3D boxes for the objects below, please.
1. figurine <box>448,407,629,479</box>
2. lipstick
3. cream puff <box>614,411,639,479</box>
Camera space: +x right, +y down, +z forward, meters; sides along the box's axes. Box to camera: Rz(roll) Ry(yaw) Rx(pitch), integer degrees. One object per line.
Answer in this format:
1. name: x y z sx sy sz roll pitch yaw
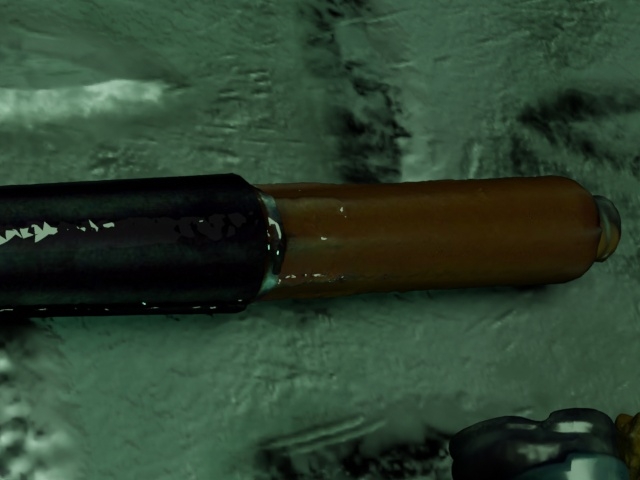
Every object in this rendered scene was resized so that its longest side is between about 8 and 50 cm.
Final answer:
1. figurine: 0.143 0.245 0.657 0.204 0.185 0.332 3 58 15
2. lipstick: 0.000 0.000 0.798 0.418 0.077 0.077 -2 63 -31
3. cream puff: 0.227 0.141 0.820 0.122 0.094 0.116 46 54 -1
